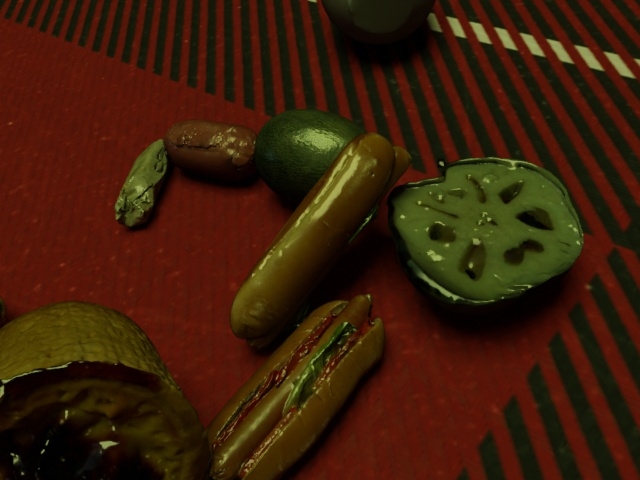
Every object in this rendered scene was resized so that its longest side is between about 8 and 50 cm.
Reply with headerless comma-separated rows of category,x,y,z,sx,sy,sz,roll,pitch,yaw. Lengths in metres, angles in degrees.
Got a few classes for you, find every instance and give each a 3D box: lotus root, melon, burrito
lotus root,0.160,0.003,0.711,0.183,0.078,0.204,-4,46,3
melon,-0.008,-0.095,0.820,0.167,0.114,0.114,16,52,24
burrito,-0.225,-0.076,0.904,0.055,0.041,0.149,-2,45,10

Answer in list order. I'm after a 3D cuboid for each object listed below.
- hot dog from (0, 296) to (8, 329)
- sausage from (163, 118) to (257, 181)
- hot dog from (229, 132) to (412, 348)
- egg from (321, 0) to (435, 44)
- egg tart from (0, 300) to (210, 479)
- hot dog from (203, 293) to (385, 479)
hot dog,-0.462,0.057,0.795,0.269,0.115,0.072,12,85,21
sausage,-0.137,-0.116,0.898,0.141,0.076,0.076,15,52,24
hot dog,0.000,0.000,0.703,0.068,0.100,0.249,36,86,8
egg,0.083,-0.388,1.036,0.176,0.176,0.232,-11,43,3
egg tart,-0.206,0.156,0.575,0.215,0.215,0.171,-23,31,-9
hot dog,-0.020,0.130,0.641,0.092,0.062,0.236,19,53,33
